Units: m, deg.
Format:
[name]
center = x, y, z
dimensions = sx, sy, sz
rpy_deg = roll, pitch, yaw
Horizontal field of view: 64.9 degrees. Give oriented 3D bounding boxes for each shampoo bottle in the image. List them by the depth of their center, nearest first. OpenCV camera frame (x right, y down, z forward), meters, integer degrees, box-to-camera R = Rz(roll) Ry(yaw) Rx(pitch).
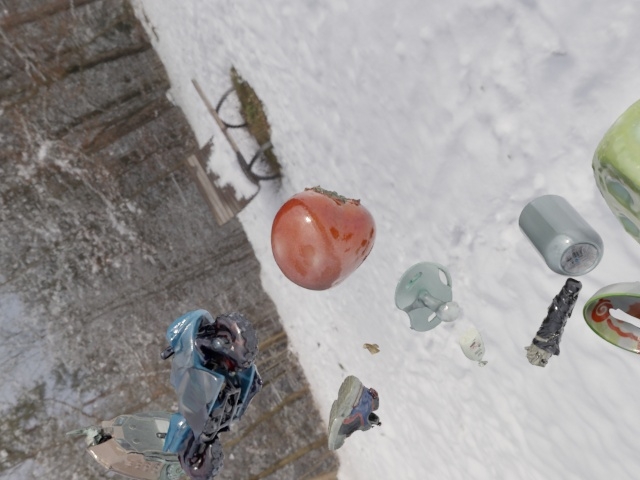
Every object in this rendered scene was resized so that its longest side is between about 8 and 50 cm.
[shampoo bottle]
center = 0.488, 0.349, 1.591
dimensions = 0.045, 0.077, 0.151
rpy_deg = 31, 155, 54

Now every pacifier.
[pacifier]
center = 0.468, 0.241, 2.054
dimensions = 0.343, 0.288, 0.269
rpy_deg = 50, 168, -35

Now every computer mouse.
[computer mouse]
center = -0.466, 0.548, 1.314
dimensions = 0.389, 0.114, 0.199
rpy_deg = 19, -172, -34

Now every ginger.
[ginger]
center = 0.200, 0.422, 1.950
dimensions = 0.097, 0.030, 0.048
rpy_deg = 15, -147, -48

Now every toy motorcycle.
[toy motorcycle]
center = -0.268, 0.328, 1.138
dimensions = 0.232, 0.415, 0.172
rpy_deg = 26, -162, 30

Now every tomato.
[tomato]
center = 0.000, 0.000, 1.505
dimensions = 0.321, 0.322, 0.321
rpy_deg = 59, 174, 10

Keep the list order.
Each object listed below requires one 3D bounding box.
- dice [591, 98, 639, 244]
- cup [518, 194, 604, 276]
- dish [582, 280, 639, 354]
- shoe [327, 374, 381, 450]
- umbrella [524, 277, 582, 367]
[dice]
center = 0.583, -0.089, 0.725
dimensions = 0.252, 0.254, 0.249
rpy_deg = 40, -161, -47
[cup]
center = 0.868, -0.012, 1.820
dimensions = 0.312, 0.206, 0.205
rpy_deg = -88, -26, -60
[dish]
center = 0.988, 0.217, 1.527
dimensions = 0.324, 0.124, 0.324
rpy_deg = 27, 153, 15
[shoe]
center = 0.093, 0.455, 1.306
dimensions = 0.099, 0.126, 0.227
rpy_deg = -91, 17, -64
[umbrella]
center = 0.829, 0.292, 1.761
dimensions = 0.113, 0.106, 0.357
rpy_deg = -51, -22, -61
